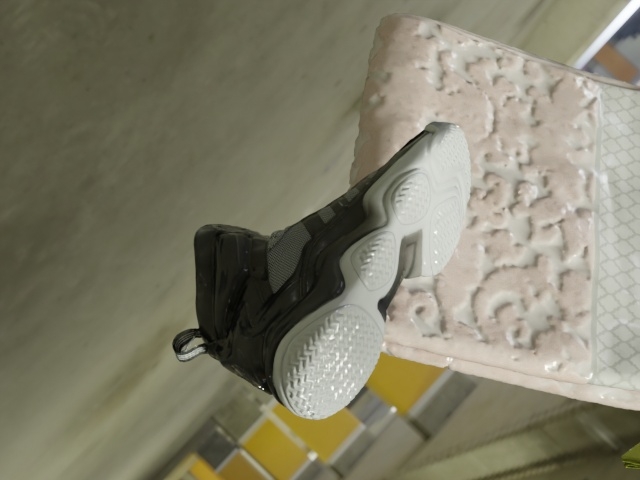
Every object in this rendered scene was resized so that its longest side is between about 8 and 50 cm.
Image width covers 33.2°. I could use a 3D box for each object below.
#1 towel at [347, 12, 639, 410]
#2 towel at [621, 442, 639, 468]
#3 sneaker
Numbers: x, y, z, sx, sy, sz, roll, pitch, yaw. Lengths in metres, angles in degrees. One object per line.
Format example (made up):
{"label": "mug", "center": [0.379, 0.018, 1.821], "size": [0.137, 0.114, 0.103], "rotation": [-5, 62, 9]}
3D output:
{"label": "towel", "center": [0.179, -0.031, 0.931], "size": [0.053, 0.316, 0.332], "rotation": [112, -9, -59]}
{"label": "towel", "center": [0.490, 0.269, 1.293], "size": [0.102, 0.021, 0.237], "rotation": [-21, -166, -35]}
{"label": "sneaker", "center": [0.000, 0.000, 0.787], "size": [0.269, 0.153, 0.101], "rotation": [-55, 142, -32]}
